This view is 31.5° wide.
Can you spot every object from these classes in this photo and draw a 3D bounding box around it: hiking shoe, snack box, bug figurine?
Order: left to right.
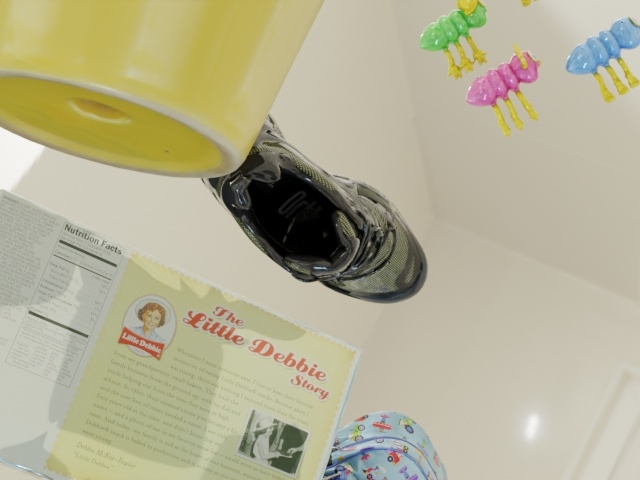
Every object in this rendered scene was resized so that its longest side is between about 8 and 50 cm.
[{"bbox_3d":[-0.139,0.112,0.883,0.060,0.322,0.187,-24,44,64],"label":"snack box"},{"bbox_3d":[0.000,0.000,0.773,0.086,0.114,0.227,-44,-52,16],"label":"hiking shoe"},{"bbox_3d":[0.232,-0.246,1.293,0.216,0.279,0.072,-35,-39,6],"label":"bug figurine"}]

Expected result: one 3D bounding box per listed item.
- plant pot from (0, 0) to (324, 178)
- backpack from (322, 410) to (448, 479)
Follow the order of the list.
[{"bbox_3d":[-0.093,-0.172,0.636,0.254,0.254,0.239,37,-117,-62],"label":"plant pot"},{"bbox_3d":[0.045,0.266,1.150,0.173,0.117,0.158,-27,-75,3],"label":"backpack"}]
